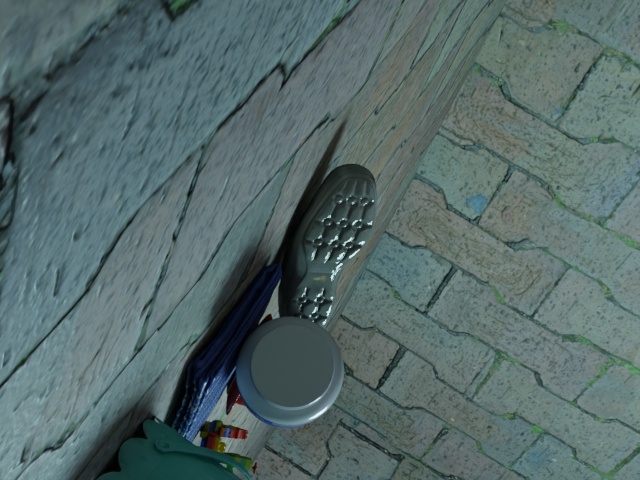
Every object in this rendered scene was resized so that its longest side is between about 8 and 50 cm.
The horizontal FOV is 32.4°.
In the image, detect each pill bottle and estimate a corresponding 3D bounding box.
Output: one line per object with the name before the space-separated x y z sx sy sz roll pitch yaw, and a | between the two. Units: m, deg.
pill bottle | -0.046 0.190 1.578 0.152 0.152 0.272 -58 176 -11

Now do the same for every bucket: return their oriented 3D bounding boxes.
bucket | -0.203 0.380 1.389 0.281 0.183 0.281 -58 174 -9

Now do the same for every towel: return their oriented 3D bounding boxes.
towel | -0.160 0.200 1.618 0.243 0.040 0.336 -57 176 -43

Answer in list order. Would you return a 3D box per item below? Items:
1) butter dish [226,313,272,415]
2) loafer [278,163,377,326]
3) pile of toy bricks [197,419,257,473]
butter dish | -0.080 0.220 1.825 0.159 0.118 0.160 -63 -174 6
loafer | 0.000 0.000 1.649 0.111 0.112 0.319 -104 -151 -43
pile of toy bricks | -0.155 0.360 1.816 0.212 0.105 0.118 147 -45 -84
